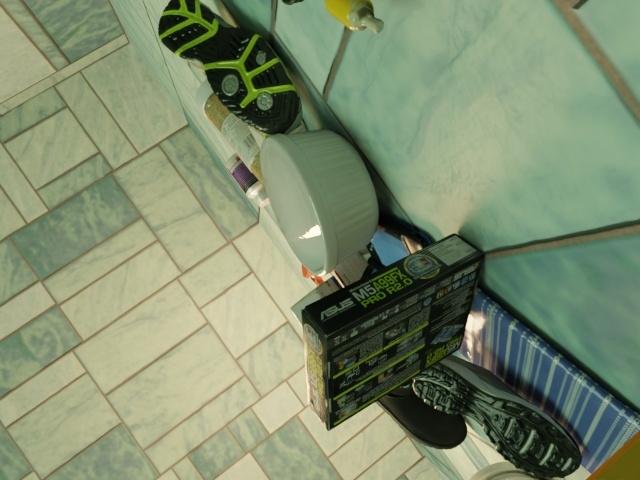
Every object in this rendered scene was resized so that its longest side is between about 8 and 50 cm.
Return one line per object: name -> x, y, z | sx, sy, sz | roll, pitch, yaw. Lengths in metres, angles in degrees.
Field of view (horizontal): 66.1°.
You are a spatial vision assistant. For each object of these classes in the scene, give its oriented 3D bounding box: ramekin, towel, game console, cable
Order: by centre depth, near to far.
cable -> -0.017, -0.310, 0.534 | 0.287, 0.072, 0.139 | 42, 158, 51
towel -> 0.334, 0.211, 0.754 | 0.336, 0.040, 0.243 | 44, 163, 40
ramekin -> 0.000, -0.079, 0.918 | 0.273, 0.127, 0.273 | 55, 158, 35
game console -> 0.111, 0.091, 0.964 | 0.250, 0.173, 0.293 | 60, 168, -28

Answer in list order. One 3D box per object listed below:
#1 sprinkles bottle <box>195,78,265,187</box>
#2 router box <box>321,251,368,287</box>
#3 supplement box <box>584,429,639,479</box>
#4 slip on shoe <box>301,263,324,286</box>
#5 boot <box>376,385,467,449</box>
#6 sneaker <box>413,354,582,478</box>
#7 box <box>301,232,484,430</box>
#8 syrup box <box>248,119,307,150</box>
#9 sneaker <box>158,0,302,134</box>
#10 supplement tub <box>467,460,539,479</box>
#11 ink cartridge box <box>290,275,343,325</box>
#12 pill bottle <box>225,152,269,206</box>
sprinkles bottle -> -0.181, -0.271, 1.260 | 0.355, 0.121, 0.121 | 51, 169, 20
router box -> 0.000, 0.000, 1.421 | 0.335, 0.082, 0.301 | 55, 170, -2
supplement box -> 0.332, 0.240, 0.388 | 0.194, 0.191, 0.129 | 48, 168, 34
slip on shoe -> -0.026, 0.091, 1.785 | 0.331, 0.101, 0.123 | 60, 170, -20
boot -> 0.264, 0.370, 1.304 | 0.367, 0.146, 0.445 | 29, 147, 18
sneaker -> 0.287, 0.265, 0.795 | 0.271, 0.108, 0.100 | 32, 114, 32
box -> 0.104, 0.132, 0.713 | 0.060, 0.270, 0.216 | 44, 148, 41
syrup box -> -0.057, -0.171, 1.100 | 0.096, 0.093, 0.237 | 41, 163, 51
sneaker -> -0.155, -0.347, 0.974 | 0.384, 0.145, 0.147 | 48, -161, 20
supplement tub -> 0.443, 0.649, 1.019 | 0.228, 0.228, 0.316 | 59, -179, -22
ink cartridge box -> 0.023, 0.183, 1.229 | 0.148, 0.086, 0.203 | 55, -164, 5
pill bottle -> -0.233, -0.215, 1.711 | 0.193, 0.108, 0.108 | 54, 170, 7
